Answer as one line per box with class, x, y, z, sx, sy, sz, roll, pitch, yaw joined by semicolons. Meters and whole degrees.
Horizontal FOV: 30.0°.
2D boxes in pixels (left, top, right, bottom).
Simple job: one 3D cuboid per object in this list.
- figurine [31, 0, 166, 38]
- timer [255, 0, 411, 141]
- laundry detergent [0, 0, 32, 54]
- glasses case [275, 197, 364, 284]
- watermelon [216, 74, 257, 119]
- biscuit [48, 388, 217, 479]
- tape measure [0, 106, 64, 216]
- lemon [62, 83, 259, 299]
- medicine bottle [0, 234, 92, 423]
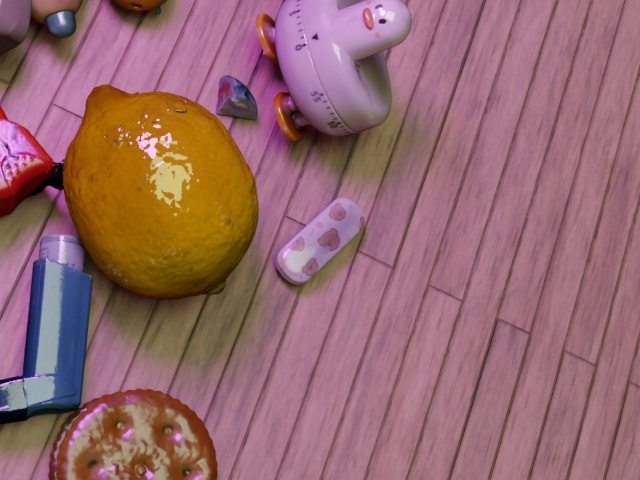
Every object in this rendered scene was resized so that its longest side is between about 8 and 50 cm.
figurine;-0.306;-0.424;1.736;0.222;0.124;0.324;49;60;-2
timer;0.042;-0.275;1.756;0.240;0.233;0.233;-17;78;20
laundry detergent;-0.484;-0.376;1.635;0.091;0.181;0.253;10;67;-57
glasses case;0.000;0.000;1.773;0.164;0.041;0.063;-43;93;-25
watermelon;-0.132;-0.208;1.777;0.061;0.085;0.085;-42;93;9
biscuit;-0.245;0.304;1.577;0.221;0.066;0.220;7;72;-21
tape measure;-0.508;-0.107;1.569;0.253;0.114;0.260;-40;88;-26
lemon;-0.215;-0.066;1.597;0.245;0.245;0.319;-31;99;-26
medicine bottle;-0.367;0.120;1.575;0.124;0.079;0.258;9;72;-13
